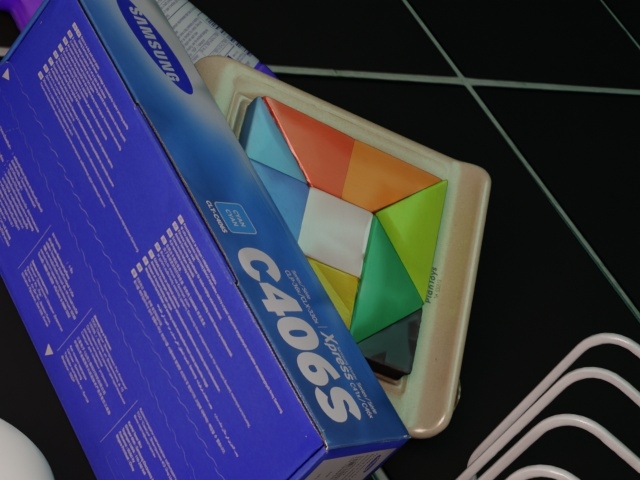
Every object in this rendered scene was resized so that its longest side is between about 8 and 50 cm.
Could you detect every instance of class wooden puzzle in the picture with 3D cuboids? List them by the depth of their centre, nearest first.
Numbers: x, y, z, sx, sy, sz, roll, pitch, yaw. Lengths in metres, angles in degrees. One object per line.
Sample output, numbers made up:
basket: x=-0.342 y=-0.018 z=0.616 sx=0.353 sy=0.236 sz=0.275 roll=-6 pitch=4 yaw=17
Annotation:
wooden puzzle: x=0.000 y=0.000 z=1.071 sx=0.239 sy=0.044 sz=0.221 roll=20 pitch=62 yaw=-15

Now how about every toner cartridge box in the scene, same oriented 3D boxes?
toner cartridge box: x=-0.099 y=0.023 z=0.925 sx=0.075 sy=0.165 sz=0.348 roll=3 pitch=49 yaw=-49

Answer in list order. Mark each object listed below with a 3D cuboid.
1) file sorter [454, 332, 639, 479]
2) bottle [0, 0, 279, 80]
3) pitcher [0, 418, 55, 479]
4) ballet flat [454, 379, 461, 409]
file sorter: x=0.161 y=0.208 z=0.975 sx=0.173 sy=0.193 sz=0.278 roll=41 pitch=30 yaw=3
bottle: x=-0.160 y=-0.162 z=1.155 sx=0.283 sy=0.092 sz=0.118 roll=40 pitch=30 yaw=-6
pitcher: x=-0.218 y=0.161 z=0.675 sx=0.178 sy=0.125 sz=0.207 roll=25 pitch=43 yaw=-2
ballet flat: x=0.014 y=0.058 z=1.127 sx=0.206 sy=0.073 sz=0.067 roll=44 pitch=3 yaw=-4
